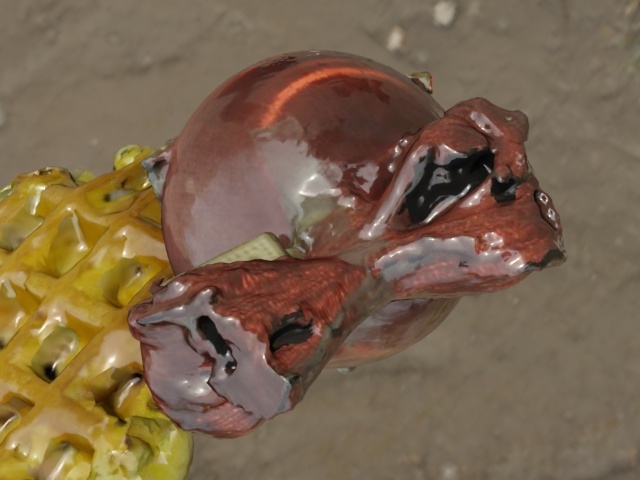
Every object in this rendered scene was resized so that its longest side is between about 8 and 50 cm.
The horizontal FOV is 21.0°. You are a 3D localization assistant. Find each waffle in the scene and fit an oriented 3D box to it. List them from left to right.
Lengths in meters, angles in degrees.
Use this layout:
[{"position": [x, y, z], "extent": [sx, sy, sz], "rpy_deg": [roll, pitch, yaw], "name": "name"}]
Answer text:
[{"position": [-0.182, 0.079, 0.908], "extent": [0.325, 0.302, 0.068], "rpy_deg": [-22, 132, 20], "name": "waffle"}]

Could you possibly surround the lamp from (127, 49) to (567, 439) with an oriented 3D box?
[{"position": [-0.007, -0.010, 0.777], "extent": [0.151, 0.215, 0.223], "rpy_deg": [58, 165, 2], "name": "lamp"}]
